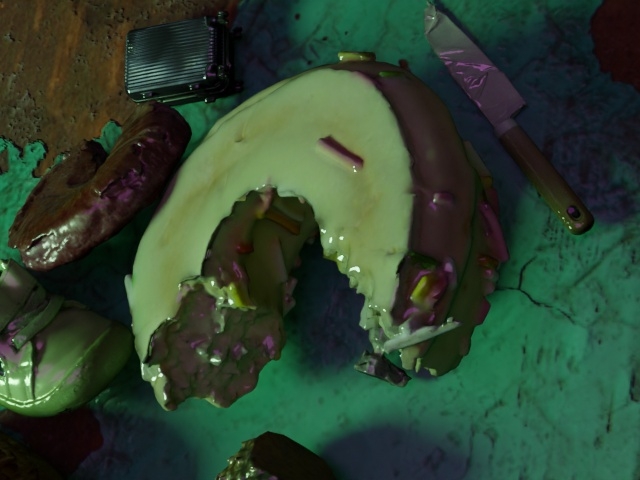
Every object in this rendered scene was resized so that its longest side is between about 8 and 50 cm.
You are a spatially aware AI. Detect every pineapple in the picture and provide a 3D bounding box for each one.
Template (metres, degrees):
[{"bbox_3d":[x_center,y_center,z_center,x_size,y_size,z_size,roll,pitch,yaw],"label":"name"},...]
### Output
[{"bbox_3d":[-0.086,0.298,1.094,0.125,0.125,0.251,35,99,24],"label":"pineapple"}]

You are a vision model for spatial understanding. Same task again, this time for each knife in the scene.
[{"bbox_3d":[0.177,-0.126,1.154,0.047,0.017,0.298,-36,64,5],"label":"knife"}]

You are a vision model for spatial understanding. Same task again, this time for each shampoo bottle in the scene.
[{"bbox_3d":[0.083,0.032,1.124,0.063,0.057,0.207,17,83,11],"label":"shampoo bottle"}]

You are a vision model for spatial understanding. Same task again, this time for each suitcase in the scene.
[{"bbox_3d":[-0.146,-0.188,1.260,0.126,0.059,0.086,-7,72,17],"label":"suitcase"}]

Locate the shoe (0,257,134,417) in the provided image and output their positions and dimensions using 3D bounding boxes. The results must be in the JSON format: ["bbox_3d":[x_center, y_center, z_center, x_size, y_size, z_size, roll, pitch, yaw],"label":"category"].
[{"bbox_3d":[-0.320,0.096,1.195,0.262,0.128,0.140,11,57,30],"label":"shoe"}]

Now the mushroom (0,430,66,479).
[{"bbox_3d":[-0.352,0.291,1.155,0.253,0.153,0.253,-3,80,14],"label":"mushroom"}]

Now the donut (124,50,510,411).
[{"bbox_3d":[-0.006,-0.005,1.065,0.371,0.150,0.307,-16,59,38],"label":"donut"}]

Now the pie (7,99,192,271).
[{"bbox_3d":[-0.223,-0.055,1.190,0.219,0.054,0.204,-31,26,20],"label":"pie"}]
